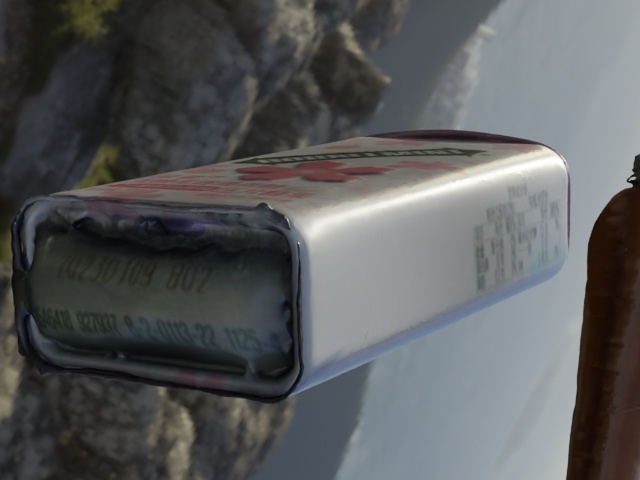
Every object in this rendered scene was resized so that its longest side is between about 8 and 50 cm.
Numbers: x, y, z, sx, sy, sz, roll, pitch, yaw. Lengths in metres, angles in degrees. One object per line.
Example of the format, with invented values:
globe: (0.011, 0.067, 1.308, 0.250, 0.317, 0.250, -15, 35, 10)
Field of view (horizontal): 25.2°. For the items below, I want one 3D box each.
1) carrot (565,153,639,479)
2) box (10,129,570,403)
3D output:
carrot: (0.187, 0.102, 0.909, 0.069, 0.069, 0.335, 33, 68, -76)
box: (0.000, 0.000, 0.872, 0.370, 0.190, 0.112, -15, 105, -59)
